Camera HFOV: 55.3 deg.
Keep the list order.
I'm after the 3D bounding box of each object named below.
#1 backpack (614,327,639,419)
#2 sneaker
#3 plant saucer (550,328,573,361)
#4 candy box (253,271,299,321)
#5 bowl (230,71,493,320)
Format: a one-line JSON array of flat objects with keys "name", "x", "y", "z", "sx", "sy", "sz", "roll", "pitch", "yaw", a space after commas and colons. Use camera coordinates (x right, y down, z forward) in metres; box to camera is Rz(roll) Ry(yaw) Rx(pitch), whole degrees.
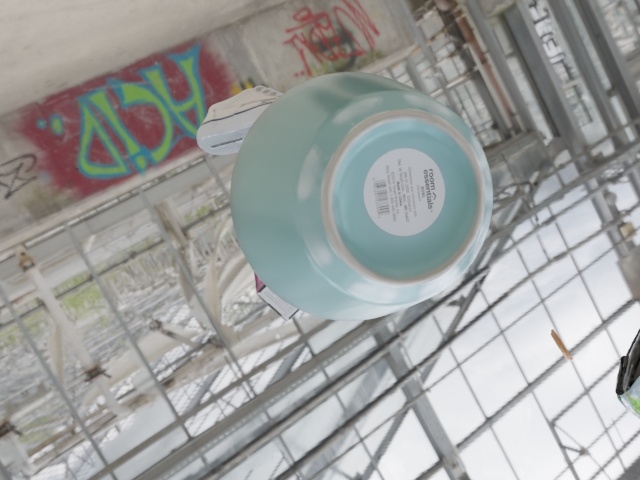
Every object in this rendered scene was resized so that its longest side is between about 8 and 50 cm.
[{"name": "backpack", "x": 0.645, "y": 0.167, "z": 0.997, "sx": 0.355, "sy": 0.273, "sz": 0.290, "roll": -43, "pitch": 164, "yaw": 11}, {"name": "sneaker", "x": -0.090, "y": -0.207, "z": 0.981, "sx": 0.258, "sy": 0.091, "sz": 0.094, "roll": -4, "pitch": 158, "yaw": 26}, {"name": "plant saucer", "x": 0.557, "y": 0.244, "z": 1.412, "sx": 0.013, "sy": 0.083, "sz": 0.083, "roll": -34, "pitch": -175, "yaw": 15}, {"name": "candy box", "x": 0.000, "y": 0.000, "z": 0.954, "sx": 0.233, "sy": 0.071, "sz": 0.159, "roll": -44, "pitch": -164, "yaw": 4}, {"name": "bowl", "x": 0.064, "y": -0.046, "z": 0.685, "sx": 0.312, "sy": 0.311, "sz": 0.163, "roll": -29, "pitch": -168, "yaw": -11}]
